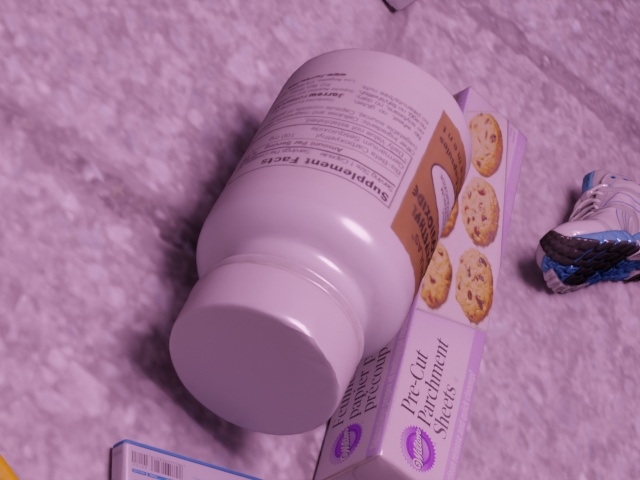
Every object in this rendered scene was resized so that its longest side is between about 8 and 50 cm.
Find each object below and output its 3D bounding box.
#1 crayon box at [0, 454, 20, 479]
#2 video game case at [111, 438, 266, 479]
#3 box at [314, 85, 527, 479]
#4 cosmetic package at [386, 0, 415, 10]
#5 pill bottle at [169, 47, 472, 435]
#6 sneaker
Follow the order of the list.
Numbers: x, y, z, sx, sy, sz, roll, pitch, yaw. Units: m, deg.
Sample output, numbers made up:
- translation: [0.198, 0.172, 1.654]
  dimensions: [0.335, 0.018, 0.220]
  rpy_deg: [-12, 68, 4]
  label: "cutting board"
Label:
- translation: [-0.196, 0.193, 0.820]
  dimensions: [0.323, 0.083, 0.203]
  rpy_deg: [56, 40, -6]
  label: "crayon box"
- translation: [-0.064, 0.200, 1.005]
  dimensions: [0.119, 0.015, 0.166]
  rpy_deg: [23, 52, -37]
  label: "video game case"
- translation: [0.071, 0.037, 1.203]
  dimensions: [0.067, 0.063, 0.324]
  rpy_deg: [38, 45, -22]
  label: "box"
- translation: [0.096, -0.279, 1.405]
  dimensions: [0.117, 0.085, 0.231]
  rpy_deg: [53, 39, -9]
  label: "cosmetic package"
- translation: [0.000, 0.000, 1.100]
  dimensions: [0.131, 0.131, 0.229]
  rpy_deg: [45, 43, -17]
  label: "pill bottle"
- translation: [0.207, -0.012, 1.380]
  dimensions: [0.191, 0.071, 0.083]
  rpy_deg: [-3, 63, -56]
  label: "sneaker"
